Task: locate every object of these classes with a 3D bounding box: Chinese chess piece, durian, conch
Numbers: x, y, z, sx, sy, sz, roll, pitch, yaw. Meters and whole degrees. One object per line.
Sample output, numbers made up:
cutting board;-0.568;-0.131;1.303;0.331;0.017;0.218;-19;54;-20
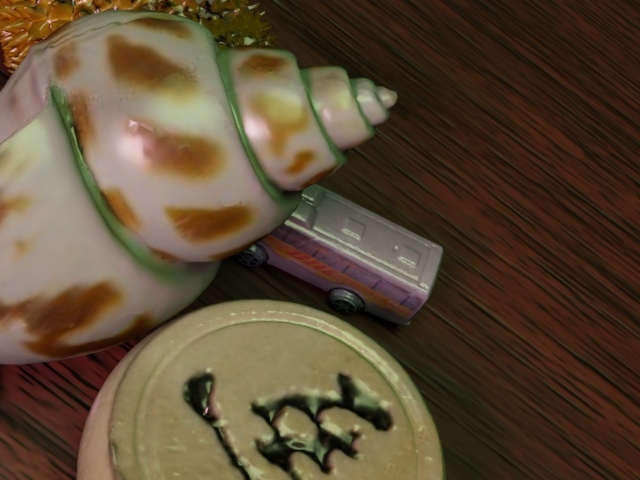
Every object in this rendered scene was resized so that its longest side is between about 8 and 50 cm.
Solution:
Chinese chess piece;-0.037;0.158;0.825;0.250;0.101;0.250;10;52;-13
durian;-0.142;-0.179;0.963;0.250;0.138;0.183;20;67;-5
conch;-0.143;-0.037;0.803;0.197;0.368;0.249;49;17;-6

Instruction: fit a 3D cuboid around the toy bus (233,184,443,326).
toy bus;0.000;0.000;0.957;0.191;0.075;0.064;27;58;-9
